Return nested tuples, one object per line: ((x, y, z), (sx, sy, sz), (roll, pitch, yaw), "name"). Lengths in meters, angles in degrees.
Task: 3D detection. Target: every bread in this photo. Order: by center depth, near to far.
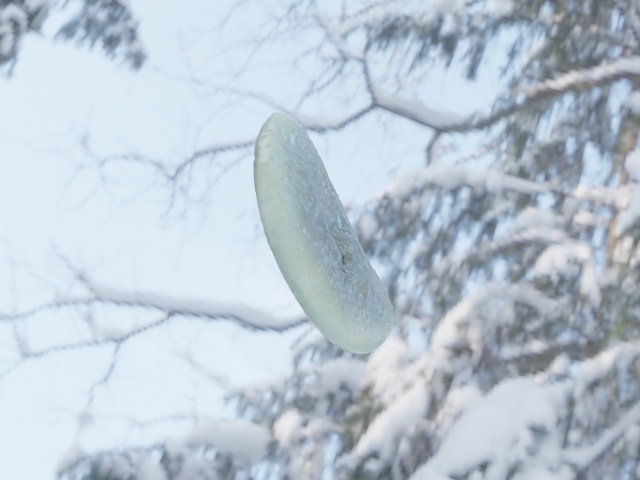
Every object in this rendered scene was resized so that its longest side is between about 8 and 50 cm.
((0.001, 0.004, 1.139), (0.036, 0.112, 0.193), (-22, -77, 22), "bread")
